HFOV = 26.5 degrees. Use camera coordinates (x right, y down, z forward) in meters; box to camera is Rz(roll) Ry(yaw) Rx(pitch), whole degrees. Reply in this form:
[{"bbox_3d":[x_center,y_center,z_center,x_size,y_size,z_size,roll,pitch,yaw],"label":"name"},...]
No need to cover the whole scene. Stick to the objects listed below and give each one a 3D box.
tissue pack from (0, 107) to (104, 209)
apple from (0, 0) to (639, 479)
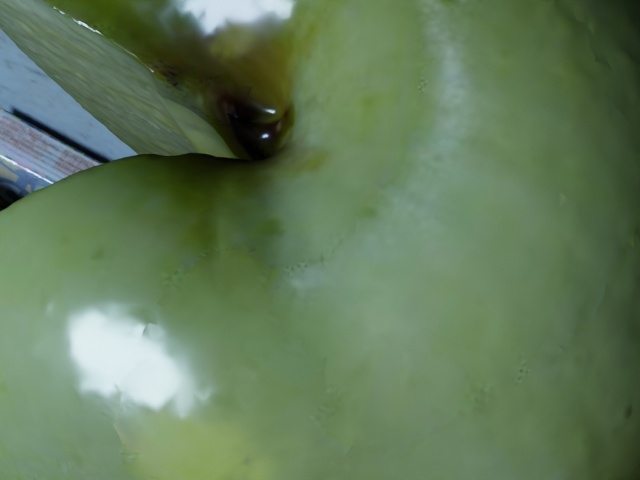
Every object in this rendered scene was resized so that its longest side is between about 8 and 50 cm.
[{"bbox_3d":[-0.154,-0.032,0.777,0.083,0.035,0.063,27,150,1],"label":"tissue pack"},{"bbox_3d":[0.000,0.000,0.490,0.291,0.292,0.254,11,162,25],"label":"apple"}]
